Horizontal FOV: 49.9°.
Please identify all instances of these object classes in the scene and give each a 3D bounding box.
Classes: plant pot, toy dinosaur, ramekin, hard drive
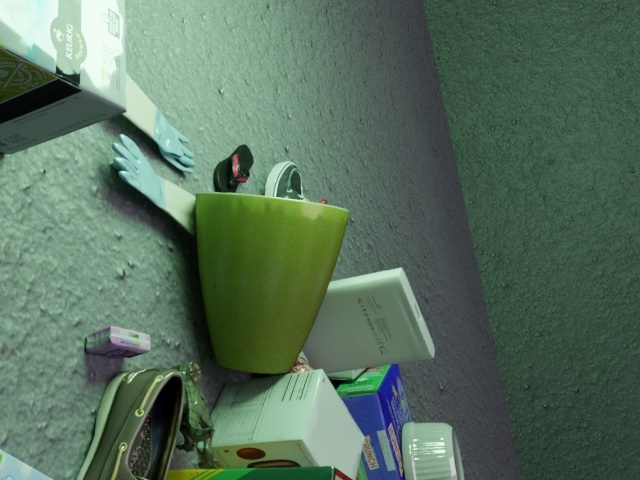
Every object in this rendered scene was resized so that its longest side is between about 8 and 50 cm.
[{"bbox_3d":[-0.100,0.078,1.221,0.275,0.275,0.293,10,86,-63],"label":"plant pot"},{"bbox_3d":[-0.191,0.279,1.050,0.268,0.064,0.118,-145,-132,-67],"label":"toy dinosaur"},{"bbox_3d":[0.257,0.507,1.544,0.207,0.109,0.207,-11,90,-77],"label":"ramekin"},{"bbox_3d":[0.052,0.173,1.391,0.203,0.308,0.040,66,27,-23],"label":"hard drive"}]

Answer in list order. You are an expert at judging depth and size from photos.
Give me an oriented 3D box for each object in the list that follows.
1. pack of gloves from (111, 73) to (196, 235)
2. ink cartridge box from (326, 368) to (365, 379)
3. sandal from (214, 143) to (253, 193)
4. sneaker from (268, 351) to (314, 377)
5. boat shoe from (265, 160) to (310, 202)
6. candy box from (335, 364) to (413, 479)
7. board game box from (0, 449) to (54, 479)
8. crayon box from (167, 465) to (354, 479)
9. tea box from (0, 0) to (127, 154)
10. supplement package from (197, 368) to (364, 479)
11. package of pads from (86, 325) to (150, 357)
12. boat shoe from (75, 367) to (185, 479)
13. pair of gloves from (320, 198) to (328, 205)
[{"bbox_3d":[-0.289,-0.138,1.169,0.232,0.046,0.195,49,31,-55],"label":"pack of gloves"},{"bbox_3d":[0.072,0.225,1.639,0.212,0.093,0.154,-16,104,-63],"label":"ink cartridge box"},{"bbox_3d":[-0.167,-0.148,1.402,0.067,0.040,0.179,64,29,-27],"label":"sandal"},{"bbox_3d":[-0.044,0.309,1.379,0.145,0.090,0.270,55,-19,37],"label":"sneaker"},{"bbox_3d":[-0.059,-0.050,1.444,0.108,0.102,0.301,51,36,-42],"label":"boat shoe"},{"bbox_3d":[0.135,0.440,1.601,0.317,0.122,0.268,-21,97,-77],"label":"candy box"},{"bbox_3d":[-0.380,0.313,0.754,0.211,0.039,0.160,55,33,-40],"label":"board game box"},{"bbox_3d":[-0.044,0.450,1.059,0.363,0.313,0.106,50,40,-44],"label":"crayon box"},{"bbox_3d":[-0.409,-0.318,0.777,0.323,0.220,0.328,20,61,-60],"label":"tea box"},{"bbox_3d":[-0.062,0.353,1.197,0.194,0.203,0.149,61,30,-29],"label":"supplement package"},{"bbox_3d":[-0.292,0.148,0.996,0.083,0.050,0.032,29,48,-57],"label":"package of pads"},{"bbox_3d":[-0.257,0.326,0.930,0.116,0.097,0.324,49,37,-44],"label":"boat shoe"},{"bbox_3d":[0.000,0.000,1.451,0.198,0.023,0.159,-67,159,-75],"label":"pair of gloves"}]
